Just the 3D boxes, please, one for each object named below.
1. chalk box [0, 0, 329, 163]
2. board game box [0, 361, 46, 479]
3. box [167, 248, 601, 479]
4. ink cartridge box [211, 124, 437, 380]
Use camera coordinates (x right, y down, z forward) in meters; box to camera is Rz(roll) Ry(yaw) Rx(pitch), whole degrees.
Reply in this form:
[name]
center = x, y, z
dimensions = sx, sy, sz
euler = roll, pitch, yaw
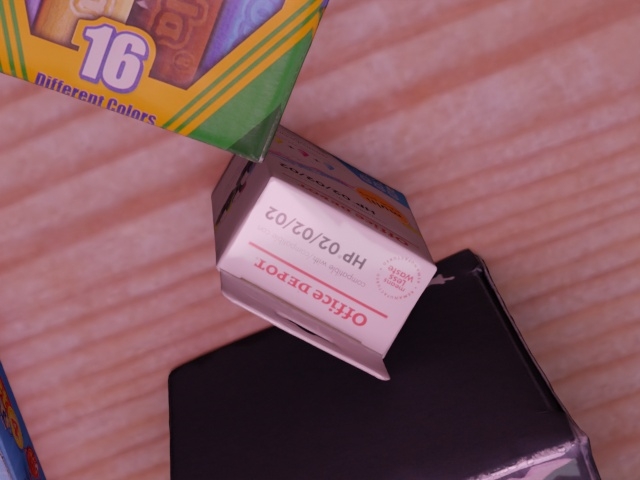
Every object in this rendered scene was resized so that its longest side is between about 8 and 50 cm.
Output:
[chalk box]
center = -0.059, -0.221, 0.909
dimensions = 0.179, 0.180, 0.289
euler = 20, 115, -11
[board game box]
center = -0.320, 0.164, 1.077
dimensions = 0.308, 0.086, 0.302
euler = -17, 108, 1
[box]
center = 0.082, 0.255, 1.029
dimensions = 0.212, 0.293, 0.395
euler = -21, 107, 2
[ink cartridge box]
center = 0.000, 0.000, 1.001
dimensions = 0.104, 0.181, 0.061
euler = 28, 103, -13
